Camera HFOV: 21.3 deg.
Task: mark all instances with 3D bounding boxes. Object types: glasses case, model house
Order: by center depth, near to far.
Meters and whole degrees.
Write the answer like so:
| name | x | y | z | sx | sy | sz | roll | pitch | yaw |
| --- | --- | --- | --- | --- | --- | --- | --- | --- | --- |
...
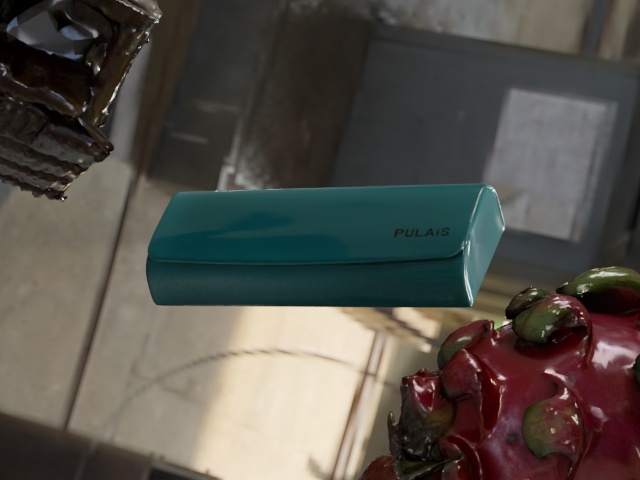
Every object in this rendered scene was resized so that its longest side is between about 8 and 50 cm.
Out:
| name | x | y | z | sx | sy | sz | roll | pitch | yaw |
| --- | --- | --- | --- | --- | --- | --- | --- | --- | --- |
| model house | -0.303 | -0.178 | 1.392 | 0.297 | 0.317 | 0.282 | -83 | -162 | -56 |
| glasses case | -0.001 | 0.001 | 1.479 | 0.117 | 0.301 | 0.070 | -63 | 145 | -46 |

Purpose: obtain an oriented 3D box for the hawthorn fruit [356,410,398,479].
| name | x | y | z | sx | sy | sz | roll | pitch | yaw |
| --- | --- | --- | --- | --- | --- | --- | --- | --- | --- |
| hawthorn fruit | 0.096 | 0.268 | 1.516 | 0.189 | 0.251 | 0.189 | -23 | 156 | -11 |

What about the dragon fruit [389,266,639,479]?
| name | x | y | z | sx | sy | sz | roll | pitch | yaw |
| --- | --- | --- | --- | --- | --- | --- | --- | --- | --- |
| dragon fruit | 0.144 | 0.125 | 0.978 | 0.273 | 0.198 | 0.218 | 53 | 43 | -72 |
